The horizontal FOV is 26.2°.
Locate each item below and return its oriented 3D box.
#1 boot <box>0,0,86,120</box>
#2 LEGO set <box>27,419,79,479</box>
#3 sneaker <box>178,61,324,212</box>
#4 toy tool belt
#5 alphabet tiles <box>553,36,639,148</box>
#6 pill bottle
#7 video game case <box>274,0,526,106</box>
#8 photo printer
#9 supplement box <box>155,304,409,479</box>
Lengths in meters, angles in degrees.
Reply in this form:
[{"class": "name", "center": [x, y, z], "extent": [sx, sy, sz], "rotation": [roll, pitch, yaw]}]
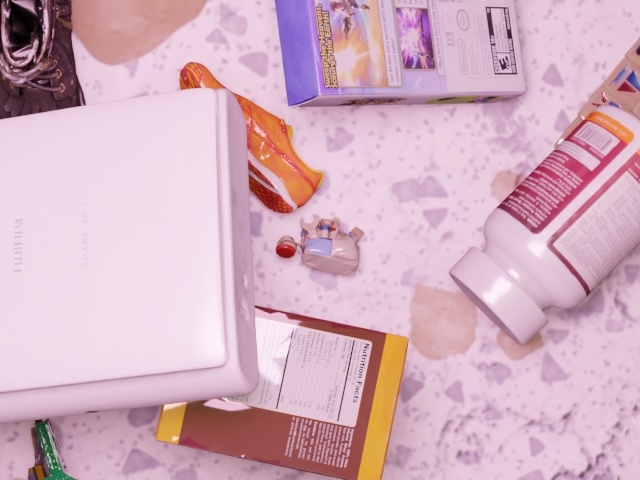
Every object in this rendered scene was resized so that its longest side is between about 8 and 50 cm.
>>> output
[{"class": "boot", "center": [-0.259, -0.161, 1.205], "extent": [0.091, 0.229, 0.263], "rotation": [-3, 102, -7]}, {"class": "LEGO set", "center": [-0.369, 0.171, 1.242], "extent": [0.255, 0.192, 0.331], "rotation": [-27, 92, -36]}, {"class": "sneaker", "center": [-0.069, -0.104, 1.325], "extent": [0.067, 0.064, 0.175], "rotation": [-43, 96, -26]}, {"class": "toy tool belt", "center": [0.000, 0.000, 1.327], "extent": [0.083, 0.052, 0.051], "rotation": [14, 54, -7]}, {"class": "alphabet tiles", "center": [0.381, -0.122, 1.384], "extent": [0.198, 0.009, 0.237], "rotation": [40, 83, -1]}, {"class": "pill bottle", "center": [0.233, -0.013, 1.304], "extent": [0.221, 0.121, 0.121], "rotation": [-45, 91, -1]}, {"class": "video game case", "center": [0.067, -0.262, 1.289], "extent": [0.244, 0.061, 0.270], "rotation": [-4, 86, -34]}, {"class": "photo printer", "center": [-0.209, 0.017, 1.117], "extent": [0.307, 0.107, 0.256], "rotation": [-7, 70, 12]}, {"class": "supplement box", "center": [-0.038, 0.132, 1.237], "extent": [0.194, 0.191, 0.129], "rotation": [12, 84, -4]}]
